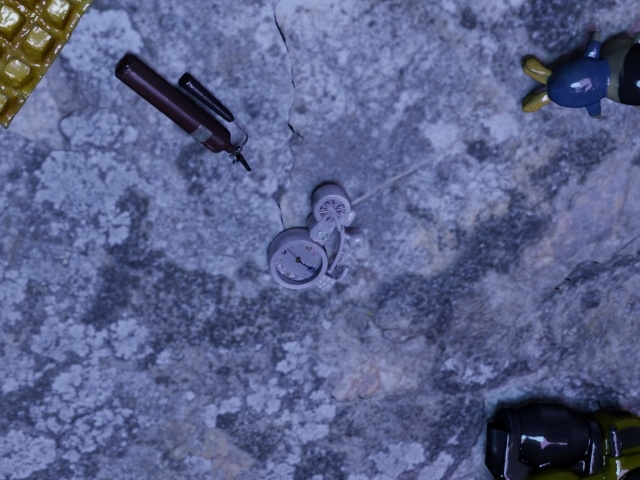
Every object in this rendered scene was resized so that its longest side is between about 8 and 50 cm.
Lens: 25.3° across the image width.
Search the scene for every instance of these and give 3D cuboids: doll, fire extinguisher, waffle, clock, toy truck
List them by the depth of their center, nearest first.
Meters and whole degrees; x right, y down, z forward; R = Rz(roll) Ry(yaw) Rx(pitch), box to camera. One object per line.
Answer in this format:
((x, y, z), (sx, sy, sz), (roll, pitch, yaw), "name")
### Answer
((-0.310, -0.231, 1.345), (0.160, 0.055, 0.211), (28, 108, -28), "waffle")
((-0.133, -0.136, 1.463), (0.173, 0.035, 0.049), (38, 65, -29), "fire extinguisher")
((0.307, -0.177, 1.534), (0.179, 0.089, 0.102), (2, 120, 11), "doll")
((0.000, 0.000, 1.566), (0.087, 0.041, 0.129), (24, 115, -21), "clock")
((0.316, 0.270, 1.754), (0.224, 0.147, 0.165), (-9, 98, -14), "toy truck")
